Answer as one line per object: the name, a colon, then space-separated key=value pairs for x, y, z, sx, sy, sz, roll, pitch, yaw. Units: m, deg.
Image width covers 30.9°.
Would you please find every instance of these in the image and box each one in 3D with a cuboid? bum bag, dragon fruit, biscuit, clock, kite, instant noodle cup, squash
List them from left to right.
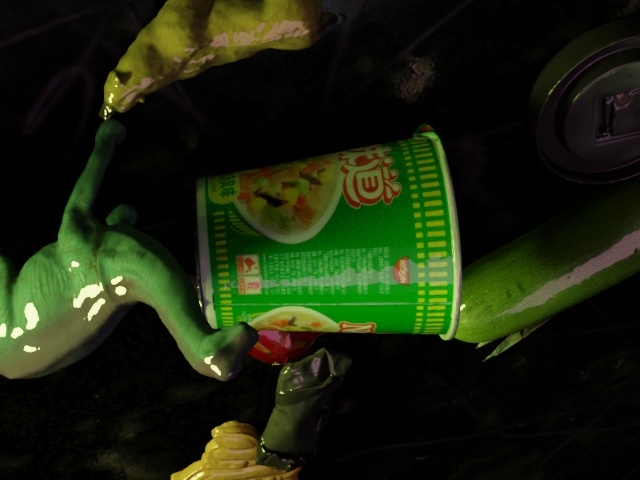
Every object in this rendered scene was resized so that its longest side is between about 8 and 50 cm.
biscuit: x=-0.100 y=0.311 z=1.462 sx=0.162 sy=0.035 sz=0.250 roll=-11 pitch=137 yaw=-2
dragon fruit: x=-0.021 y=0.087 z=1.229 sx=0.190 sy=0.094 sz=0.094 roll=6 pitch=132 yaw=-39
bum bag: x=-0.021 y=0.207 z=1.367 sx=0.087 sy=0.049 sz=0.198 roll=0 pitch=127 yaw=-26
instant noodle cup: x=0.000 y=0.000 z=1.089 sx=0.232 sy=0.207 sz=0.207 roll=-4 pitch=135 yaw=-2
kite: x=0.229 y=0.099 z=1.331 sx=0.137 sy=0.005 sz=0.152 roll=-38 pitch=-177 yaw=-26
squash: x=0.291 y=0.003 z=1.241 sx=0.378 sy=0.101 sz=0.101 roll=-32 pitch=135 yaw=11
clock: x=0.293 y=-0.136 z=1.144 sx=0.184 sy=0.040 sz=0.184 roll=-9 pitch=135 yaw=-9

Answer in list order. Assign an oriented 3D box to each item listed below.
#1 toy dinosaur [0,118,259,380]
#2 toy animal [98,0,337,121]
toy dinosaur: x=-0.221 y=0.088 z=0.982 sx=0.383 sy=0.331 sz=0.129 roll=-40 pitch=130 yaw=18
toy animal: x=-0.084 y=-0.170 z=0.939 sx=0.218 sy=0.101 sz=0.103 roll=-15 pitch=138 yaw=-4
